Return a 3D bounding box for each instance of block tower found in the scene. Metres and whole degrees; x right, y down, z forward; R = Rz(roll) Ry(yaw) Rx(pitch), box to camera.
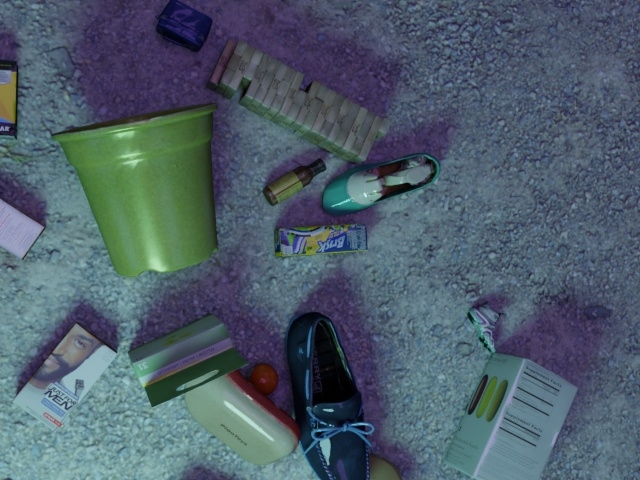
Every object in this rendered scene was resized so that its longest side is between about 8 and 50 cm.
[{"bbox_3d":[-0.040,-0.252,1.553,0.335,0.091,0.097,25,83,-12],"label":"block tower"}]

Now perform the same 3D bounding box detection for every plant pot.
[{"bbox_3d":[-0.286,-0.082,1.411,0.276,0.276,0.254,-13,103,-15],"label":"plant pot"}]

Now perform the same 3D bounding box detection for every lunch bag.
[{"bbox_3d":[-0.252,-0.387,1.512,0.098,0.067,0.065,25,81,-12],"label":"lunch bag"}]

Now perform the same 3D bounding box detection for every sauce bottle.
[{"bbox_3d":[-0.047,-0.112,1.571,0.128,0.042,0.042,-30,96,-15],"label":"sauce bottle"}]

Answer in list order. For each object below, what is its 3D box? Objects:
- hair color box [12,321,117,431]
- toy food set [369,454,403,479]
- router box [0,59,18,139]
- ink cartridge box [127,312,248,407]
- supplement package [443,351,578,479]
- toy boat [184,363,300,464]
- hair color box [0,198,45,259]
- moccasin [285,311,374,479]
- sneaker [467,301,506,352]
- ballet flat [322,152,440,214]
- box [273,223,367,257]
[{"bbox_3d":[-0.441,0.235,1.447,0.093,0.053,0.167,39,78,-10],"label":"hair color box"},{"bbox_3d":[0.092,0.466,1.562,0.132,0.038,0.192,-35,68,-28],"label":"toy food set"},{"bbox_3d":[-0.611,-0.243,1.422,0.178,0.046,0.133,1,88,-15],"label":"router box"},{"bbox_3d":[-0.230,0.196,1.410,0.171,0.235,0.056,-24,99,-14],"label":"ink cartridge box"},{"bbox_3d":[0.366,0.357,1.614,0.134,0.139,0.244,28,80,-13],"label":"supplement package"},{"bbox_3d":[-0.128,0.283,1.502,0.231,0.151,0.151,42,48,-11],"label":"toy boat"},{"bbox_3d":[-0.553,-0.033,1.431,0.141,0.043,0.072,35,80,-12],"label":"hair color box"},{"bbox_3d":[0.011,0.298,1.507,0.137,0.117,0.342,-18,85,-25],"label":"moccasin"},{"bbox_3d":[0.344,0.169,1.667,0.069,0.038,0.098,-28,96,-13],"label":"sneaker"},{"bbox_3d":[0.120,-0.115,1.592,0.247,0.087,0.083,-20,93,-15],"label":"ballet flat"},{"bbox_3d":[0.000,0.000,1.570,0.168,0.059,0.054,-3,88,-15],"label":"box"}]
